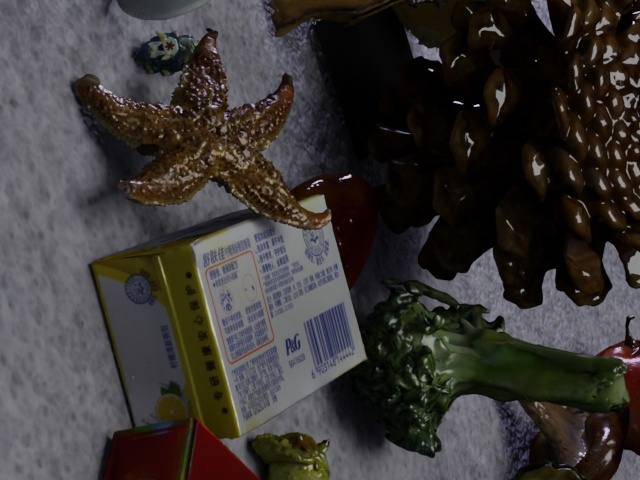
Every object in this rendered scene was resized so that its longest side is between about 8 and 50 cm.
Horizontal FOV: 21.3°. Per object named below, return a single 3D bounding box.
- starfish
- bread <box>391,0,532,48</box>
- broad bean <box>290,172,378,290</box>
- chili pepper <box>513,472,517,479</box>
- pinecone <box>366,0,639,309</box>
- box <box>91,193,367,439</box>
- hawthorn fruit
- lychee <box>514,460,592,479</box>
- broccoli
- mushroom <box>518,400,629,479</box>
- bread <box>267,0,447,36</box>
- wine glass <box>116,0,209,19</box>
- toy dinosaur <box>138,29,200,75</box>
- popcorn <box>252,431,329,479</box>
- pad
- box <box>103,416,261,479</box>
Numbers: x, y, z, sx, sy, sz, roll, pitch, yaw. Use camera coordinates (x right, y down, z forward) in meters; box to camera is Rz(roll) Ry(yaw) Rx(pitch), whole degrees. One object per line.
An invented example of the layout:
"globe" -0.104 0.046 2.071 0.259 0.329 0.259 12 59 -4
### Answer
"starfish" -0.088 -0.086 1.418 0.240 0.043 0.227 36 50 -10
"bread" 0.136 -0.337 1.966 0.245 0.174 0.121 55 50 -26
"broad bean" 0.000 0.000 1.646 0.114 0.084 0.165 54 38 -9
"chili pepper" 0.252 0.321 2.065 0.083 0.017 0.030 69 26 -15
"pinecone" 0.212 -0.099 1.794 0.384 0.384 0.384 36 47 -53
"box" -0.070 0.063 1.455 0.265 0.097 0.168 -27 103 -63
"hawthorn fruit" 0.438 0.196 2.329 0.157 0.157 0.194 -22 103 -63
"lychee" 0.302 0.397 1.872 0.270 0.270 0.320 -56 166 -56
"broccoli" 0.170 0.134 1.720 0.198 0.275 0.177 -12 106 -85
"mushroom" 0.274 0.197 2.069 0.217 0.148 0.227 51 15 -6
"bread" 0.094 -0.365 1.800 0.279 0.315 0.248 -49 121 -74
"wine glass" -0.157 -0.294 1.397 0.196 0.165 0.165 61 30 -45
"toy dinosaur" -0.127 -0.167 1.502 0.083 0.047 0.030 -3 79 -62
"popcorn" -0.024 0.200 1.530 0.083 0.059 0.068 45 40 -34
"pad" 0.059 -0.195 1.930 0.265 0.009 0.159 -41 114 -62
"box" -0.068 0.307 1.361 0.313 0.089 0.197 50 35 -42
